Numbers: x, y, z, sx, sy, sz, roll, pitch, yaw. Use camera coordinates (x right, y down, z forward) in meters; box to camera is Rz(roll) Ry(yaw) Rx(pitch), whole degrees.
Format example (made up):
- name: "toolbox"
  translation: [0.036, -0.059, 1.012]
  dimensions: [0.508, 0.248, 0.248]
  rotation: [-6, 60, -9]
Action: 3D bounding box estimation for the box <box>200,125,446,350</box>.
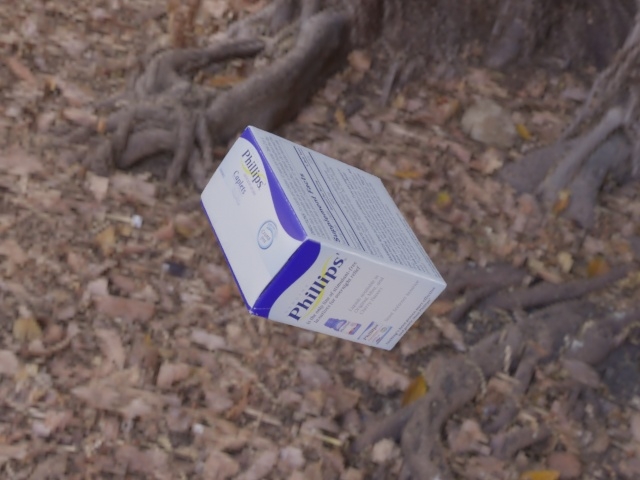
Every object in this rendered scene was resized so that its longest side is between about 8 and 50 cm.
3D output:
- name: "box"
  translation: [0.000, 0.000, 0.791]
  dimensions: [0.137, 0.072, 0.126]
  rotation: [19, 29, -39]
